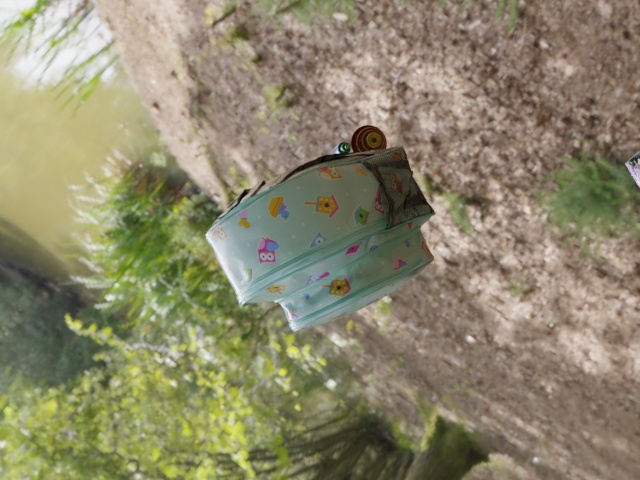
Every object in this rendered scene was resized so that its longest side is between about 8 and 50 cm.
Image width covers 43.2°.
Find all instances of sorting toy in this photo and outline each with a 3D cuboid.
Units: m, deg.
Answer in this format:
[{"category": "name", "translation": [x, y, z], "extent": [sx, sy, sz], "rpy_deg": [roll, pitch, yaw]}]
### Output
[{"category": "sorting toy", "translation": [0.048, -0.107, 1.043], "extent": [0.061, 0.102, 0.042], "rpy_deg": [28, 172, -9]}]

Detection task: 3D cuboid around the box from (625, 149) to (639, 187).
[{"category": "box", "translation": [0.365, -0.022, 0.731], "extent": [0.162, 0.116, 0.029], "rpy_deg": [66, 156, 17]}]

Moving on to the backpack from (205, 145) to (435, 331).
[{"category": "backpack", "translation": [0.000, 0.000, 0.734], "extent": [0.166, 0.188, 0.144], "rpy_deg": [-28, 77, 35]}]
